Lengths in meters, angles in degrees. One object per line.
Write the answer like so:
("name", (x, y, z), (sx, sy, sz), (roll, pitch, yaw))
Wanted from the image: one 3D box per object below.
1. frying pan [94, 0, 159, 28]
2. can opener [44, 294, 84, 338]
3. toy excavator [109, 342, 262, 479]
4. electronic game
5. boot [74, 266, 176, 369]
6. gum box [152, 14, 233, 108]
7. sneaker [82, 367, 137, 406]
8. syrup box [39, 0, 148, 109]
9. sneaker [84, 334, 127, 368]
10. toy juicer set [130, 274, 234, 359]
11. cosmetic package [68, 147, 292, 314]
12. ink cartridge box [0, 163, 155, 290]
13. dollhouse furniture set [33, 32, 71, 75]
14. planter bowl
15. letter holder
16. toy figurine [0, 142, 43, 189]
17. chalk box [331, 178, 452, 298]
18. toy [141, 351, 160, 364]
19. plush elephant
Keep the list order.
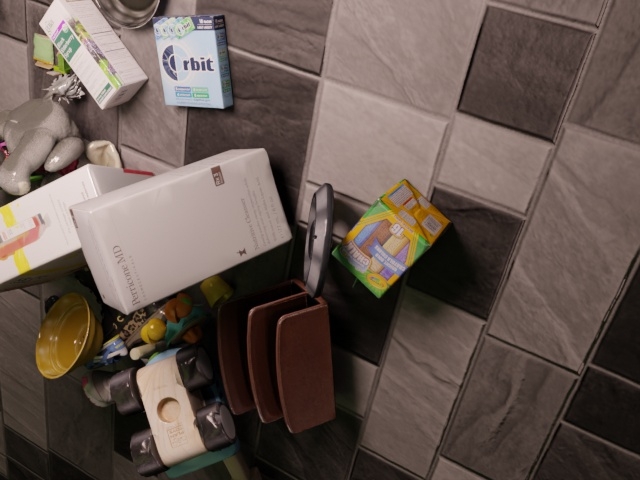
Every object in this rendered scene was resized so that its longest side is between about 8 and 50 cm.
("frying pan", (-0.370, -0.587, 1.344), (0.197, 0.053, 0.326), (44, 125, 5))
("can opener", (-0.753, 0.243, 1.965), (0.059, 0.073, 0.186), (-34, 97, -2))
("toy excavator", (-0.280, 0.481, 1.655), (0.223, 0.445, 0.432), (-23, 77, 5))
("electronic game", (0.000, 0.000, 1.310), (0.048, 0.229, 0.229), (6, 120, -6))
("boot", (-0.566, 0.162, 1.756), (0.377, 0.138, 0.284), (-33, 94, 33))
("gum box", (-0.267, -0.375, 1.389), (0.157, 0.041, 0.184), (9, 117, 27))
("sneaker", (-0.539, 0.397, 1.828), (0.111, 0.252, 0.102), (-36, 55, 20))
("syrup box", (-0.504, -0.422, 1.472), (0.093, 0.096, 0.236), (-34, 94, 37))
("sneaker", (-0.552, 0.299, 1.700), (0.144, 0.053, 0.059), (-35, 98, 28))
("toy juicer set", (-0.353, 0.229, 1.620), (0.089, 0.209, 0.329), (49, 127, 12))
("cosmetic package", (-0.274, -0.031, 1.331), (0.156, 0.385, 0.217), (7, 120, 53))
("ink cartridge box", (-0.578, -0.021, 1.503), (0.385, 0.279, 0.160), (-22, 88, 14))
("dollhouse furniture set", (-0.643, -0.436, 1.568), (0.152, 0.058, 0.076), (20, 121, 21))
("planter bowl", (-0.611, 0.246, 1.660), (0.217, 0.090, 0.217), (-17, 60, 33))
("letter holder", (-0.099, 0.269, 1.461), (0.152, 0.215, 0.301), (33, 132, 55))
("toy figurine", (-0.844, -0.224, 1.767), (0.173, 0.130, 0.159), (-13, 97, 11))
("chalk box", (0.124, 0.009, 1.287), (0.132, 0.132, 0.213), (44, 125, 5))
("toy", (-0.362, 0.379, 1.778), (0.137, 0.056, 0.237), (-12, 127, 49))
("plush elephant", (-0.635, -0.200, 1.567), (0.272, 0.330, 0.255), (19, 151, 27))
